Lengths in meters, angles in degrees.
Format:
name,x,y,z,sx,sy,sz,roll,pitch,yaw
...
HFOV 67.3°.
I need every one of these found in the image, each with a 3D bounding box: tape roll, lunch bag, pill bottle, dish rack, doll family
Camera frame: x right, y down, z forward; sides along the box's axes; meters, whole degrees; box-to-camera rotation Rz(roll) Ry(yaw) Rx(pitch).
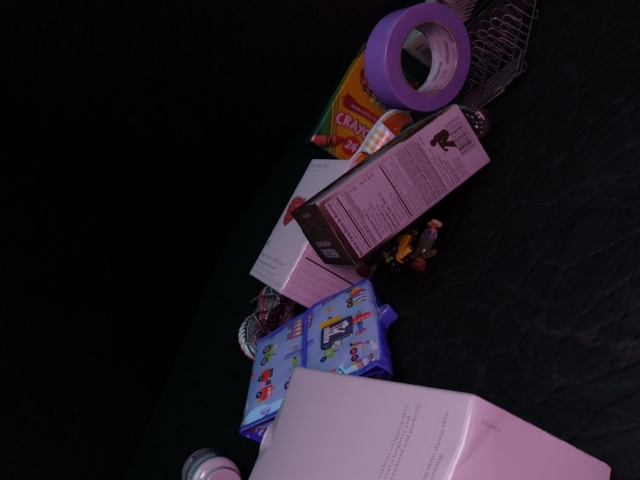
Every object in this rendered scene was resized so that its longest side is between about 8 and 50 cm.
name,x,y,z,sx,sy,sz,roll,pitch,yaw
tape roll,0.184,-0.342,0.909,0.188,0.189,0.080,-60,30,1
lunch bag,0.019,0.208,0.832,0.293,0.138,0.221,-40,21,20
pill bottle,-0.228,0.513,1.024,0.180,0.108,0.107,-27,36,62
dish rack,0.326,-0.370,0.956,0.208,0.074,0.271,-34,30,59
doll family,0.133,0.019,0.865,0.111,0.076,0.193,-68,14,-17

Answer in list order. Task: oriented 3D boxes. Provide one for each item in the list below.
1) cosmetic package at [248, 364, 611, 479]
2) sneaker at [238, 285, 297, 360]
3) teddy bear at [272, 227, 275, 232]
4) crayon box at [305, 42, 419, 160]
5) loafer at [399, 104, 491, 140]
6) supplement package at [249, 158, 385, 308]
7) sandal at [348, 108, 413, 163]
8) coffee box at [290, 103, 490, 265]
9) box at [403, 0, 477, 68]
name,x,y,z,sx,sy,sz,roll,pitch,yaw
cosmetic package,0.058,0.267,0.503,0.217,0.156,0.385,-65,15,-19
sneaker,-0.127,0.195,1.260,0.112,0.121,0.299,-47,20,34
teddy bear,-0.024,-0.056,1.283,0.245,0.113,0.338,-35,11,4
crayon box,0.127,-0.351,1.299,0.318,0.202,0.081,-61,16,0
loafer,0.244,-0.218,0.921,0.078,0.080,0.220,-20,14,-27
supplement package,0.016,-0.004,1.013,0.292,0.175,0.178,-62,29,-6
sandal,0.139,-0.199,1.192,0.265,0.102,0.076,-50,31,27
coffee box,0.112,-0.090,0.825,0.297,0.118,0.168,-37,10,-14
box,0.335,-0.609,1.290,0.275,0.113,0.094,-65,17,-14
